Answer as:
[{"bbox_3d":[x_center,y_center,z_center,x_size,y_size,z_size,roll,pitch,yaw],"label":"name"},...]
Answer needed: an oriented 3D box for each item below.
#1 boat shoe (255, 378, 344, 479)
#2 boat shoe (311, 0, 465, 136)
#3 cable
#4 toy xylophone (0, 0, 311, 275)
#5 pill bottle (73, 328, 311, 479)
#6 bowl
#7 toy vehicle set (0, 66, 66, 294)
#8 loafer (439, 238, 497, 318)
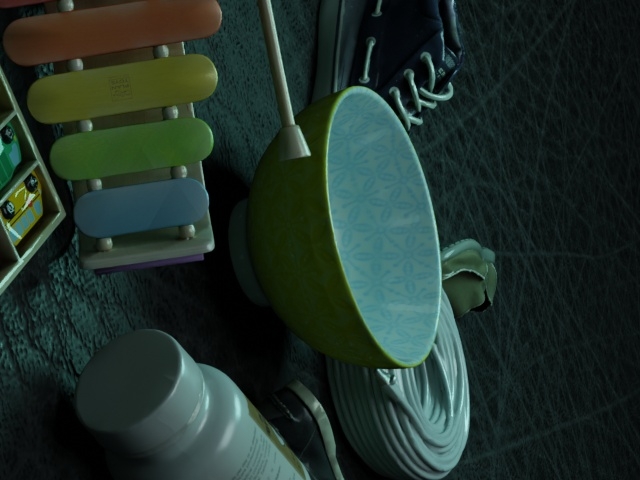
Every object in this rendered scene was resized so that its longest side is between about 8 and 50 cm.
[{"bbox_3d":[-0.019,0.249,1.823,0.079,0.084,0.233,-34,125,-24],"label":"boat shoe"},{"bbox_3d":[0.083,-0.163,2.111,0.127,0.158,0.341,42,42,-54],"label":"boat shoe"},{"bbox_3d":[0.094,0.153,2.082,0.257,0.089,0.257,-68,141,-54],"label":"cable"},{"bbox_3d":[-0.140,-0.141,1.534,0.081,0.236,0.323,-141,-146,-84],"label":"toy xylophone"},{"bbox_3d":[-0.109,0.180,1.549,0.229,0.131,0.131,55,33,-43],"label":"pill bottle"},{"bbox_3d":[0.000,0.000,1.850,0.289,0.156,0.290,-12,90,-67],"label":"bowl"},{"bbox_3d":[-0.287,-0.027,1.358,0.166,0.035,0.267,68,25,-22],"label":"toy vehicle set"},{"bbox_3d":[0.175,0.053,2.304,0.251,0.094,0.087,6,69,-66],"label":"loafer"}]
